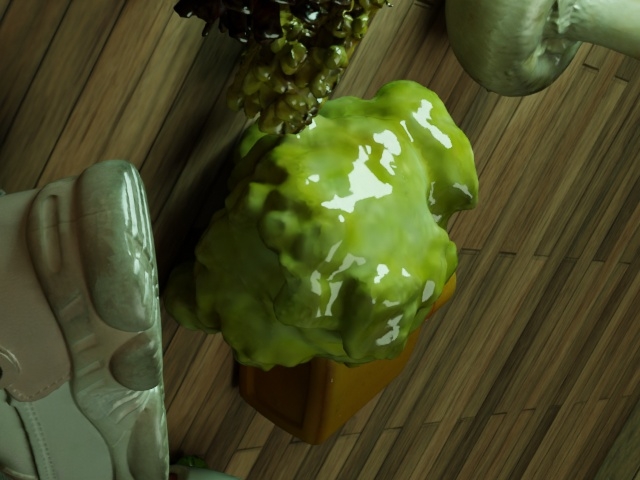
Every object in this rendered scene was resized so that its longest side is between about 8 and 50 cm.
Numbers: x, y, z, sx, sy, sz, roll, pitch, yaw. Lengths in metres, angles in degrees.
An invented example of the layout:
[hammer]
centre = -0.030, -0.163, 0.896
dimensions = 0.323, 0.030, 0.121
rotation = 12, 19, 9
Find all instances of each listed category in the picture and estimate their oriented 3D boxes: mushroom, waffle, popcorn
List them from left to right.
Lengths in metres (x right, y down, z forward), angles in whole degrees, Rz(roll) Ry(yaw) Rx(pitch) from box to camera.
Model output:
[popcorn]
centre = 0.000, 0.000, 1.559
dimensions = 0.242, 0.235, 0.250
rotation = -21, 173, -39
[waffle]
centre = 0.003, -0.173, 1.423
dimensions = 0.197, 0.070, 0.193
rotation = -49, -169, 45
[mushroom]
centre = 0.231, -0.219, 1.722
dimensions = 0.207, 0.215, 0.207
rotation = -53, 157, -33

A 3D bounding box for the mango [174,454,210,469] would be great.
[mango]
centre = -0.146, 0.286, 1.784
dimensions = 0.091, 0.074, 0.165
rotation = 27, 89, -56

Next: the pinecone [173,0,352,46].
[pinecone]
centre = -0.041, -0.211, 1.286
dimensions = 0.163, 0.163, 0.165
rotation = -17, 149, -56

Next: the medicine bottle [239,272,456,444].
[medicine bottle]
centre = 0.029, 0.077, 1.819
dimensions = 0.222, 0.112, 0.149
rotation = -38, 150, -38

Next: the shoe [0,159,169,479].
[shoe]
centre = -0.209, 0.077, 1.285
dimensions = 0.198, 0.171, 0.351
rotation = -4, 142, -6

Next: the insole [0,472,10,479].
[insole]
centre = -0.225, 0.159, 1.561
dimensions = 0.232, 0.003, 0.080
rotation = -46, 154, -25

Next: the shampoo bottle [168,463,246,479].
[shampoo bottle]
centre = -0.129, 0.277, 1.706
dimensions = 0.284, 0.071, 0.153
rotation = 29, 66, -37
